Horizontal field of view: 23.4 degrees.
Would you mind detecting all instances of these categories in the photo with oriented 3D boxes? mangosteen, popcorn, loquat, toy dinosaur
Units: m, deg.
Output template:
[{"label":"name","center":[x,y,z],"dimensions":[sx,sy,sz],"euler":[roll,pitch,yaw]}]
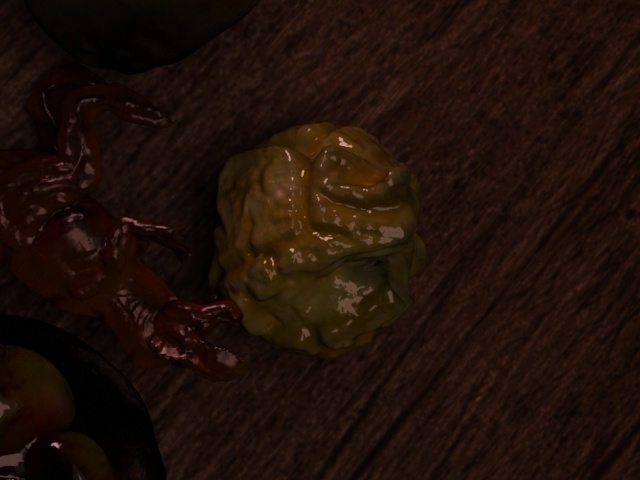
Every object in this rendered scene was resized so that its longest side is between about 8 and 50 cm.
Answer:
[{"label":"mangosteen","center":[-0.229,0.189,1.097],"dimensions":[0.233,0.287,0.288],"euler":[25,84,-43]},{"label":"popcorn","center":[0.001,0.000,1.235],"dimensions":[0.167,0.185,0.187],"euler":[5,108,12]},{"label":"loquat","center":[-0.126,-0.229,1.168],"dimensions":[0.227,0.179,0.179],"euler":[-45,108,-28]},{"label":"toy dinosaur","center":[-0.225,-0.050,1.179],"dimensions":[0.432,0.097,0.208],"euler":[27,80,0]}]
